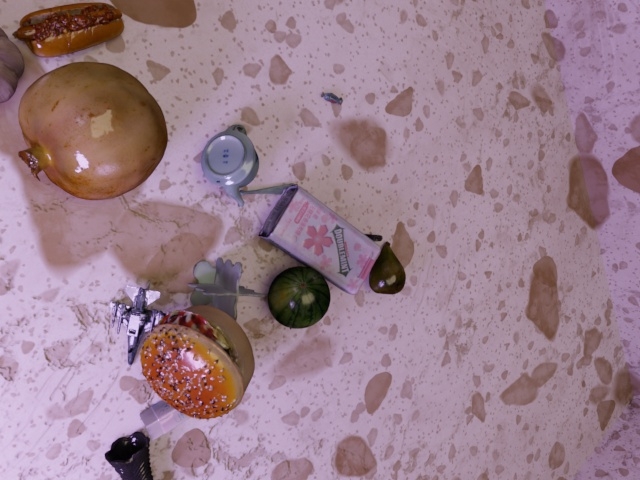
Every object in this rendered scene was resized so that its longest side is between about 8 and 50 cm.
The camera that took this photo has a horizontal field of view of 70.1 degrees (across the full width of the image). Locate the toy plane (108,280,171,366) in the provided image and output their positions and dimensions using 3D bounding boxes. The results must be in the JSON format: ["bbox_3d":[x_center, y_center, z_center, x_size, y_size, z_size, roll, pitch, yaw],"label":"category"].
[{"bbox_3d":[-0.478,0.219,1.182,0.159,0.082,0.235,12,85,-5],"label":"toy plane"}]

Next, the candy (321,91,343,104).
[{"bbox_3d":[0.038,-0.468,1.493,0.083,0.020,0.030,14,85,-29],"label":"candy"}]

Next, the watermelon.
[{"bbox_3d":[-0.066,0.175,1.376,0.187,0.215,0.188,5,64,-10],"label":"watermelon"}]

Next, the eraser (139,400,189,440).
[{"bbox_3d":[-0.370,0.447,1.248,0.225,0.095,0.052,-27,107,-28],"label":"eraser"}]

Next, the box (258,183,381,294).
[{"bbox_3d":[0.000,0.000,1.421,0.369,0.112,0.190,36,76,-22],"label":"box"}]

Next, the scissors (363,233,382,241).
[{"bbox_3d":[0.083,-0.009,1.543,0.317,0.024,0.160,2,91,-31],"label":"scissors"}]

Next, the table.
[{"bbox_3d":[-0.258,0.133,1.240,0.166,0.198,0.167,-2,93,-31],"label":"table"}]

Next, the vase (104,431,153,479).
[{"bbox_3d":[-0.473,0.638,1.199,0.115,0.115,0.238,-20,108,-29],"label":"vase"}]

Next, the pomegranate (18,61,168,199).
[{"bbox_3d":[-0.507,-0.234,1.019,0.318,0.319,0.320,-2,94,-31],"label":"pomegranate"}]

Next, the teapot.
[{"bbox_3d":[-0.239,-0.218,1.280,0.158,0.158,0.232,7,79,-31],"label":"teapot"}]

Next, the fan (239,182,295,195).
[{"bbox_3d":[-0.158,-0.152,1.394,0.192,0.016,0.038,-7,94,-32],"label":"fan"}]

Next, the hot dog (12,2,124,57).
[{"bbox_3d":[-0.587,-0.502,1.077,0.249,0.076,0.102,-29,110,-28],"label":"hot dog"}]

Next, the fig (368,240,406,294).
[{"bbox_3d":[0.238,0.098,1.588,0.132,0.126,0.185,8,92,-18],"label":"fig"}]

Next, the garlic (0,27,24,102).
[{"bbox_3d":[-0.729,-0.377,0.920,0.218,0.212,0.219,2,85,-30],"label":"garlic"}]

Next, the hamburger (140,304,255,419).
[{"bbox_3d":[-0.310,0.305,1.131,0.176,0.299,0.301,-45,118,-57],"label":"hamburger"}]
